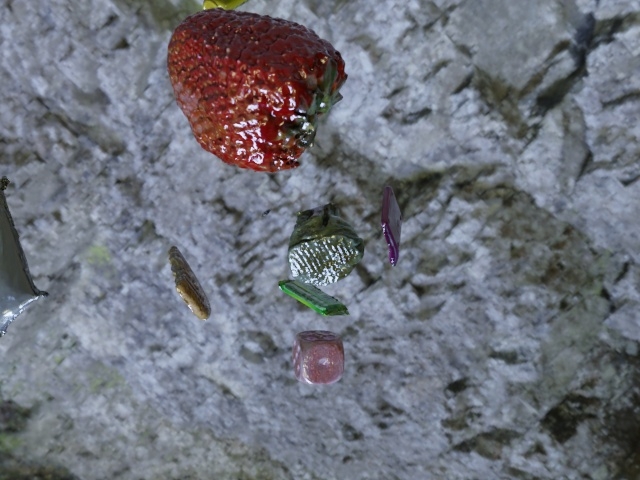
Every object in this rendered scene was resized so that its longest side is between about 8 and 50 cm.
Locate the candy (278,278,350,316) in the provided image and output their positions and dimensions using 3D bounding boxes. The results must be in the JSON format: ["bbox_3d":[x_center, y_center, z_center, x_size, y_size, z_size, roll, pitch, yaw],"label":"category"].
[{"bbox_3d":[-0.016,0.147,1.718,0.102,0.178,0.032,-8,122,-55],"label":"candy"}]

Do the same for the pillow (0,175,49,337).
[{"bbox_3d":[-0.562,0.024,1.152,0.169,0.255,0.059,-31,166,23],"label":"pillow"}]

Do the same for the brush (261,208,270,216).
[{"bbox_3d":[-0.106,-0.052,1.296,0.024,0.008,0.083,-38,-176,0],"label":"brush"}]

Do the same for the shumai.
[{"bbox_3d":[-0.003,0.005,1.542,0.184,0.184,0.142,-42,-149,24],"label":"shumai"}]

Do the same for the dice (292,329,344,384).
[{"bbox_3d":[-0.005,0.237,1.366,0.091,0.093,0.094,-147,-121,-73],"label":"dice"}]

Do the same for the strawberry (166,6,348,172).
[{"bbox_3d":[-0.145,-0.307,1.313,0.312,0.351,0.267,-58,180,5],"label":"strawberry"}]

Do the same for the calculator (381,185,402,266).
[{"bbox_3d":[0.180,-0.035,1.675,0.034,0.191,0.127,0,-125,16],"label":"calculator"}]

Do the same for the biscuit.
[{"bbox_3d":[-0.266,0.095,1.381,0.033,0.145,0.224,-31,-159,-4],"label":"biscuit"}]

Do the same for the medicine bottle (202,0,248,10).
[{"bbox_3d":[-0.204,-0.679,1.815,0.094,0.064,0.260,7,-139,49],"label":"medicine bottle"}]
